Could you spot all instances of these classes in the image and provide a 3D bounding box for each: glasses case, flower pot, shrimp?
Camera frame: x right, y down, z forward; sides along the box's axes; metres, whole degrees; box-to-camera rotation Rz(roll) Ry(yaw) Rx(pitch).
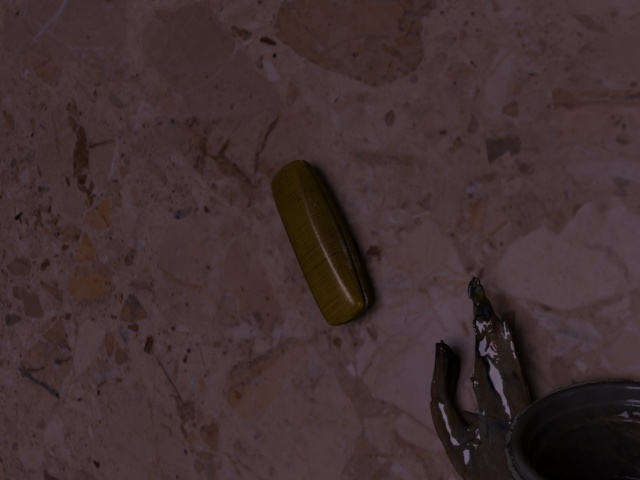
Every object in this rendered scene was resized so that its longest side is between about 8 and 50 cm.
[{"bbox_3d":[0.000,0.000,1.220,0.079,0.064,0.234,-36,68,34],"label":"glasses case"},{"bbox_3d":[0.304,0.249,0.903,0.235,0.235,0.140,7,119,38],"label":"flower pot"},{"bbox_3d":[0.185,0.176,1.079,0.145,0.059,0.254,-24,80,46],"label":"shrimp"}]
